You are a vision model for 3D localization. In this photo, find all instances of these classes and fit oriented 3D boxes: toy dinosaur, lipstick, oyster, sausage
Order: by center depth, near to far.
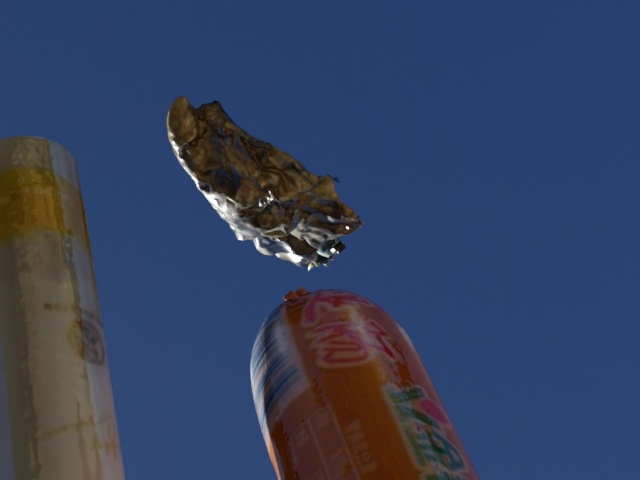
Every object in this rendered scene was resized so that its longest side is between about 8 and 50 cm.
[{"bbox_3d":[0.023,0.094,0.513,0.071,0.234,0.071,-11,-49,-13],"label":"sausage"},{"bbox_3d":[-0.116,0.073,0.607,0.059,0.059,0.264,6,-129,-29],"label":"lipstick"},{"bbox_3d":[-0.045,-0.034,0.896,0.148,0.103,0.051,45,-119,-16],"label":"oyster"},{"bbox_3d":[0.000,0.000,1.350,0.047,0.083,0.030,43,-115,4],"label":"toy dinosaur"}]
